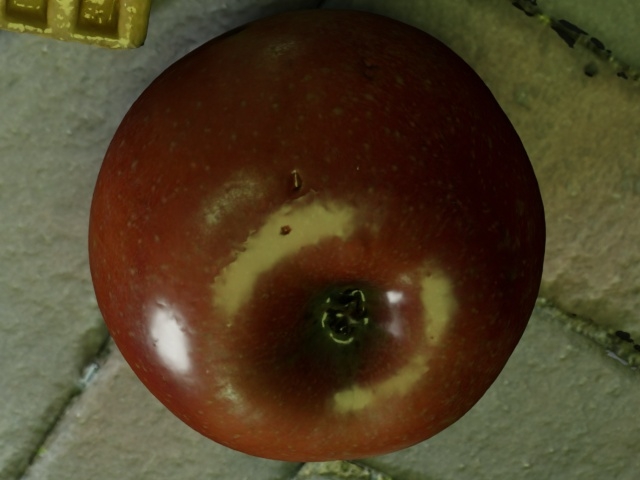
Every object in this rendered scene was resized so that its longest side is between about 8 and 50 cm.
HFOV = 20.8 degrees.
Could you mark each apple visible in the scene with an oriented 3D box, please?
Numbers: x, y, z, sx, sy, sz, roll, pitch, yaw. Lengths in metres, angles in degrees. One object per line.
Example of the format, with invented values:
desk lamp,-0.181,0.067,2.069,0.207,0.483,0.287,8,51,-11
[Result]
apple,0.000,0.000,1.306,0.348,0.277,0.349,-4,117,-9

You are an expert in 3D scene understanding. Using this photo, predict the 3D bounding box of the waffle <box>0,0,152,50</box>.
waffle,-0.224,-0.260,1.253,0.247,0.055,0.221,7,114,-15
